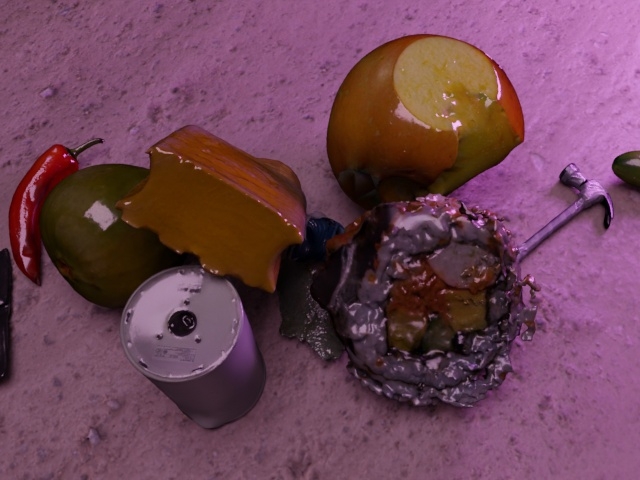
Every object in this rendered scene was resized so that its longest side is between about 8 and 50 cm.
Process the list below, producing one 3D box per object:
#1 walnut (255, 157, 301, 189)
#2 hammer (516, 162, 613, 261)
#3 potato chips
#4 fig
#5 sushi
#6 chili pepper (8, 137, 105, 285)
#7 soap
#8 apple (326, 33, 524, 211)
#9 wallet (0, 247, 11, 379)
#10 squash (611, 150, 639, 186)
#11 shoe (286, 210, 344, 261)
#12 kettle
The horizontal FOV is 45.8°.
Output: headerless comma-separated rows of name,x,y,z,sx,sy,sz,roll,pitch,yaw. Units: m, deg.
walnut,-0.139,-0.097,1.601,0.197,0.165,0.165,6,63,0
hammer,0.421,0.006,1.557,0.427,0.044,0.152,-35,65,-11
potato chips,-0.021,0.130,1.528,0.228,0.059,0.167,31,79,20
fig,-0.392,-0.027,1.526,0.316,0.316,0.316,-2,63,5
sushi,0.199,0.108,1.401,0.418,0.176,0.417,1,97,7
chili pepper,-0.615,-0.086,1.695,0.137,0.092,0.368,19,72,-5
soap,-0.174,-0.067,1.353,0.294,0.335,0.156,29,103,-6
apple,0.199,-0.215,1.511,0.384,0.374,0.374,12,63,31
wallet,-0.766,0.179,1.587,0.247,0.041,0.322,-15,59,-3
squash,0.753,-0.135,1.570,0.293,0.082,0.082,10,64,9
shoe,0.000,0.000,1.525,0.106,0.207,0.091,27,107,13
kettle,-0.223,0.177,1.375,0.205,0.318,0.265,-24,62,-6
